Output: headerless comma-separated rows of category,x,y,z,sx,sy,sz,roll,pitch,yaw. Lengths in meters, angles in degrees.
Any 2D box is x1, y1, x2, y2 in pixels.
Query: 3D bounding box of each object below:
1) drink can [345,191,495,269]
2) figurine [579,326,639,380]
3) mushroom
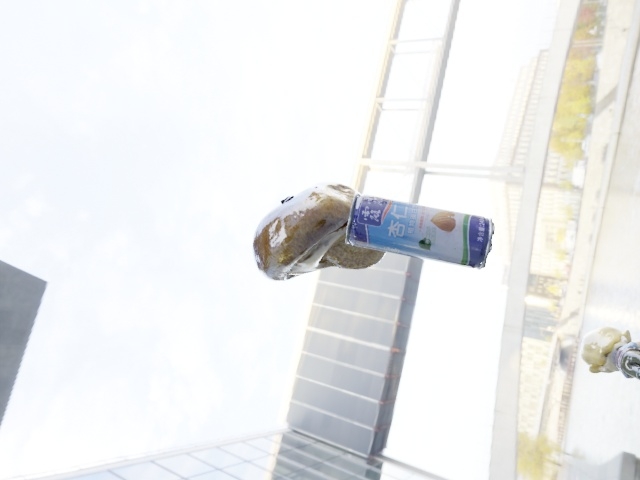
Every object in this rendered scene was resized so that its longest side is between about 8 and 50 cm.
drink can,0.166,-0.017,0.812,0.097,0.235,0.097,12,-90,-84
figurine,0.703,0.269,1.109,0.196,0.108,0.114,-169,83,-81
mushroom,0.000,0.000,1.200,0.345,0.260,0.345,-35,-13,-9
